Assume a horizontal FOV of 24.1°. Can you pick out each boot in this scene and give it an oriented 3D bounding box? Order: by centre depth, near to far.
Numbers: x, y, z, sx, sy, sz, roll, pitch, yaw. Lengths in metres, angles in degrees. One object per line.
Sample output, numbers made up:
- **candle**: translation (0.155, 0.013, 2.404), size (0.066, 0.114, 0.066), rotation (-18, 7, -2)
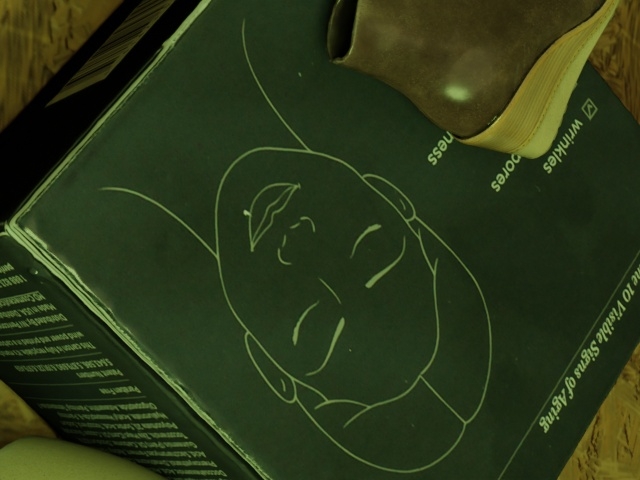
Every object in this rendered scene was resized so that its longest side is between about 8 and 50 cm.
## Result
- **boot**: translation (0.122, -0.201, 1.118), size (0.207, 0.090, 0.248), rotation (26, 75, -32)

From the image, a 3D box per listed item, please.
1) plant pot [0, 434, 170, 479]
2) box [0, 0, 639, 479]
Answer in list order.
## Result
- **plant pot**: translation (-0.202, 0.254, 1.081), size (0.284, 0.284, 0.191), rotation (-37, 85, -30)
- **box**: translation (0.000, 0.000, 1.243), size (0.472, 0.297, 0.480), rotation (47, 62, -19)
